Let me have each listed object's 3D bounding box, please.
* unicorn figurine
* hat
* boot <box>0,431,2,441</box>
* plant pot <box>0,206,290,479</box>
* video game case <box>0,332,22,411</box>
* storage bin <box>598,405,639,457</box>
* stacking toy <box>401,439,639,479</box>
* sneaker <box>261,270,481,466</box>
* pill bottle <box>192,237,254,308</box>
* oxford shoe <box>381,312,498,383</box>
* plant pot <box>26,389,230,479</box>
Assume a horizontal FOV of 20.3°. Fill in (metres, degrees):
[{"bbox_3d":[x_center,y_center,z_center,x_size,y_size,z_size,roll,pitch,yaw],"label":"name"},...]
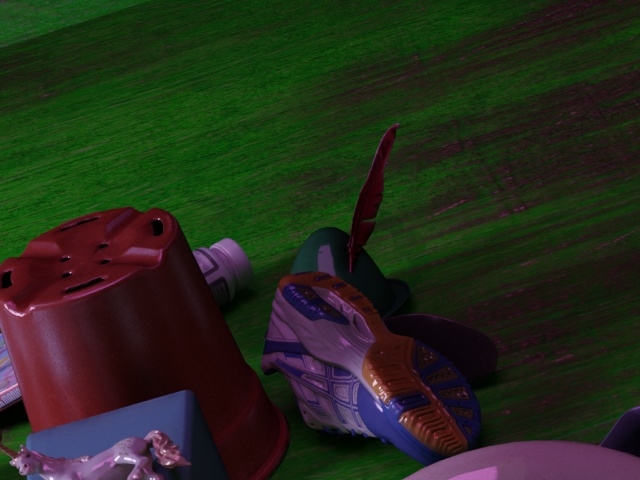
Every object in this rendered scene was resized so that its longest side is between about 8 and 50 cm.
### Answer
[{"bbox_3d":[-0.199,0.206,1.545,0.162,0.060,0.111,-12,34,-16],"label":"unicorn figurine"},{"bbox_3d":[0.000,0.000,2.023,0.173,0.184,0.208,-8,20,30],"label":"hat"},{"bbox_3d":[-0.437,0.279,1.848,0.189,0.076,0.208,-18,31,25],"label":"boot"},{"bbox_3d":[-0.198,0.124,1.822,0.272,0.265,0.272,-15,24,7],"label":"plant pot"},{"bbox_3d":[-0.331,0.129,2.100,0.285,0.025,0.204,-29,19,22],"label":"video game case"},{"bbox_3d":[0.276,0.214,1.507,0.098,0.091,0.135,1,30,37],"label":"storage bin"},{"bbox_3d":[0.119,0.284,1.316,0.350,0.351,0.480,-20,6,-3],"label":"stacking toy"},{"bbox_3d":[0.049,0.155,1.802,0.112,0.131,0.296,-1,32,-39],"label":"sneaker"},{"bbox_3d":[-0.153,0.056,2.162,0.137,0.078,0.078,-30,27,-25],"label":"pill bottle"},{"bbox_3d":[0.095,0.113,1.885,0.212,0.076,0.076,3,0,28],"label":"oxford shoe"},{"bbox_3d":[-0.164,0.286,1.596,0.165,0.165,0.234,-16,32,5],"label":"plant pot"}]
